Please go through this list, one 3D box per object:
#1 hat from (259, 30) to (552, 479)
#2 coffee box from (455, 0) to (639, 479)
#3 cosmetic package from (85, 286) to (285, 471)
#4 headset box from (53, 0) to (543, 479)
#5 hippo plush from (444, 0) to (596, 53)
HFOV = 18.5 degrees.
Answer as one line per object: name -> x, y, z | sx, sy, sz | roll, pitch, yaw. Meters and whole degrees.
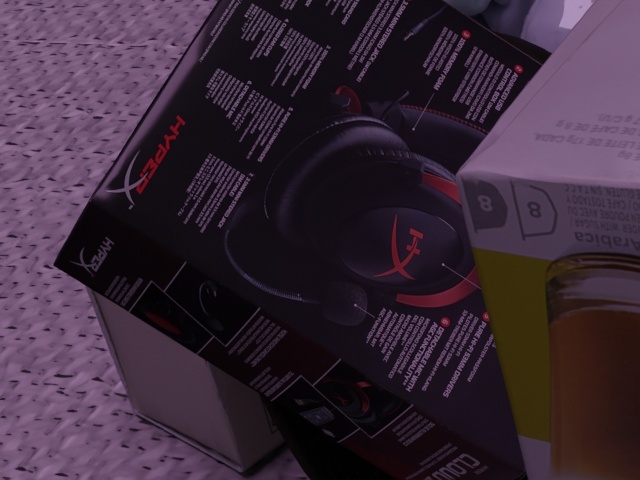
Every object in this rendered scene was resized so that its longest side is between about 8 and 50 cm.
hat -> 0.080, 0.045, 1.196 | 0.331, 0.331, 0.134 | -33, -6, -26
coffee box -> 0.316, 0.023, 0.962 | 0.338, 0.334, 0.338 | 9, 41, 32
cosmetic package -> 0.000, 0.000, 1.316 | 0.296, 0.153, 0.129 | -34, 34, -30
headset box -> 0.040, -0.008, 1.066 | 0.218, 0.293, 0.110 | -61, 6, -25
hippo plush -> 0.181, -0.144, 1.463 | 0.294, 0.234, 0.236 | -2, 40, -42
